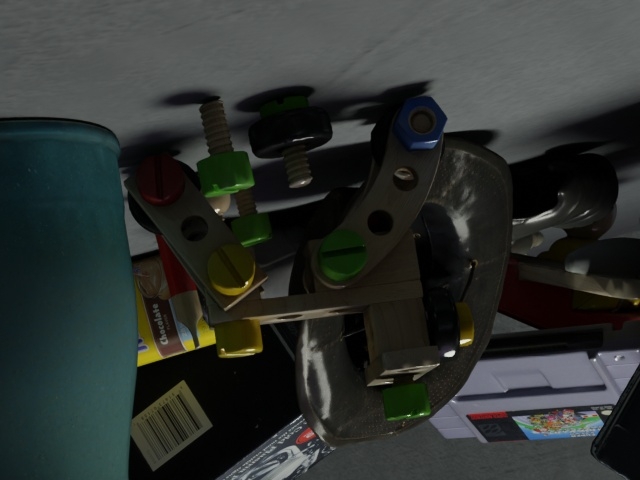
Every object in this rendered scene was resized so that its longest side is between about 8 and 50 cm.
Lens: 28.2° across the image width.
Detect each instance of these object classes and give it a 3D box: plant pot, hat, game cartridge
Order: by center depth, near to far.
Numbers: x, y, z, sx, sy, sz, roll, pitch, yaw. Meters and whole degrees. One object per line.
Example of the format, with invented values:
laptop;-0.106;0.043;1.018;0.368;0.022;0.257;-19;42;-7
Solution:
plant pot;-0.237;0.083;0.840;0.271;0.255;0.271;-15;173;-2
hat;0.054;0.034;1.263;0.331;0.331;0.134;-8;-151;-43
game cartridge;0.294;0.201;1.740;0.355;0.068;0.230;-8;139;28

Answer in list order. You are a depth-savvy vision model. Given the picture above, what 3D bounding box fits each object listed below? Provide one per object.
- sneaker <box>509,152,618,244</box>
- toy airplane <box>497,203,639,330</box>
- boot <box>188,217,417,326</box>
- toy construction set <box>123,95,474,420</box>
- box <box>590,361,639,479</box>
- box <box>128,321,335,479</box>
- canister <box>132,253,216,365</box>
sneaker;0.208;-0.036;1.535;0.286;0.109;0.130;-29;160;31
toy airplane;0.317;0.032;1.799;0.386;0.272;0.384;22;177;24
boot;0.000;0.000;1.396;0.222;0.118;0.338;-24;177;20
toy construction set;-0.025;0.039;0.997;0.257;0.237;0.309;-10;173;-34
box;0.580;0.082;1.388;0.472;0.297;0.480;-62;157;14
box;-0.124;0.237;1.640;0.343;0.179;0.312;-38;163;10
canister;-0.204;0.082;1.472;0.170;0.126;0.073;-17;173;5
